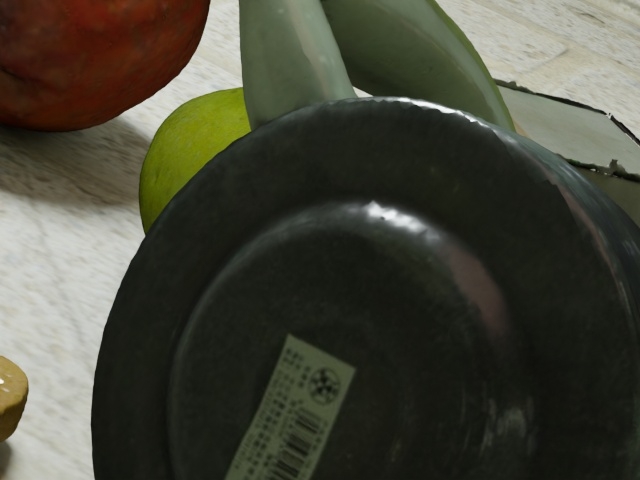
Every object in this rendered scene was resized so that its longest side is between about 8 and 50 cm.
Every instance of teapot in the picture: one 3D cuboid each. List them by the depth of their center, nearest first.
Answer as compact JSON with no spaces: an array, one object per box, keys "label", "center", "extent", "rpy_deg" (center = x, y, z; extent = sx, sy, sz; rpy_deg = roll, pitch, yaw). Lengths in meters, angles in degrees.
[{"label":"teapot","center":[0.036,0.049,0.728],"extent":[0.321,0.239,0.239],"rpy_deg":[49,17,27]}]

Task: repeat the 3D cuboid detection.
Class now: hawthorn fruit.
[{"label":"hawthorn fruit","center":[-0.189,-0.165,1.102],"extent":[0.210,0.210,0.262],"rpy_deg":[27,34,12]}]

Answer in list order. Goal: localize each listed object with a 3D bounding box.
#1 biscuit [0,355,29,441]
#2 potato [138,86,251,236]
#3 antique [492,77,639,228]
[{"label":"biscuit","center":[-0.247,0.037,0.741],"extent":[0.240,0.035,0.158],"rpy_deg":[31,19,20]},{"label":"potato","center":[0.000,0.000,0.940],"extent":[0.186,0.149,0.253],"rpy_deg":[-3,32,-46]},{"label":"antique","center":[0.138,-0.013,1.121],"extent":[0.148,0.152,0.147],"rpy_deg":[13,21,-20]}]
